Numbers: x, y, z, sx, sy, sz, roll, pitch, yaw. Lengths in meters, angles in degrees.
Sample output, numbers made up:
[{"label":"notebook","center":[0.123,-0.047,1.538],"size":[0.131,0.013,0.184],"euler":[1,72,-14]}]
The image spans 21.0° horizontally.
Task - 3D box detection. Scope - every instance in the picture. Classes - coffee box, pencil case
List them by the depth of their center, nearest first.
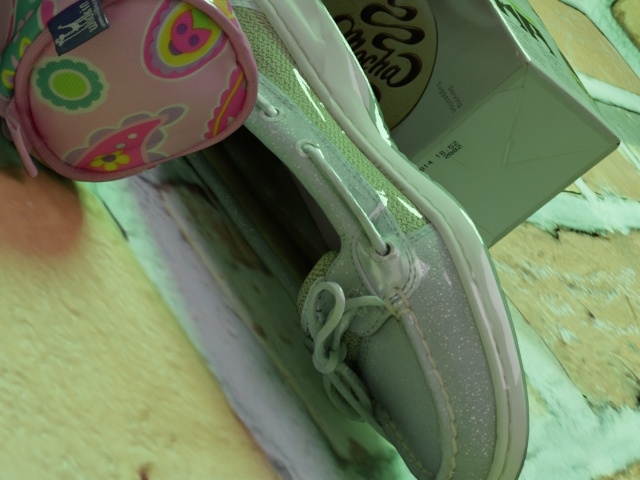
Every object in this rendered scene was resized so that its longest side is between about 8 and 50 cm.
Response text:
[{"label":"pencil case","center":[-0.125,-0.153,0.829],"size":[0.124,0.124,0.284],"euler":[31,27,-46]},{"label":"coffee box","center":[0.036,-0.131,1.082],"size":[0.119,0.168,0.297],"euler":[31,26,-47]}]

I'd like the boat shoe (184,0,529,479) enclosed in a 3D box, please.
[{"label":"boat shoe","center":[0.000,-0.002,0.866],"size":[0.320,0.103,0.118],"euler":[62,-24,26]}]
